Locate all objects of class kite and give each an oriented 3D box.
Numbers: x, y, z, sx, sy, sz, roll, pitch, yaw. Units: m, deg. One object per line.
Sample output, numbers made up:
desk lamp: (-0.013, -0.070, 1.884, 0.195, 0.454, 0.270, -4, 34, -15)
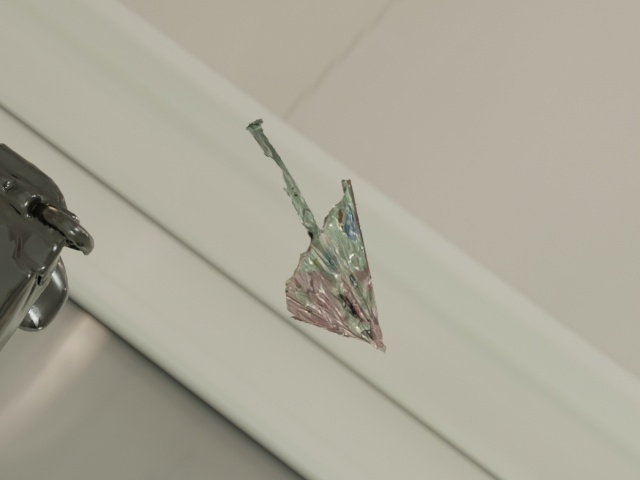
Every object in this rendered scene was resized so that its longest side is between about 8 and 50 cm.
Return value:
kite: (0.000, 0.000, 1.083, 0.011, 0.156, 0.139, -21, -160, 25)

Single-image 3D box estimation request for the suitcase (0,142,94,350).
suitcase: (-0.379, 0.036, 1.384, 0.345, 0.339, 0.188, -56, -174, -15)
